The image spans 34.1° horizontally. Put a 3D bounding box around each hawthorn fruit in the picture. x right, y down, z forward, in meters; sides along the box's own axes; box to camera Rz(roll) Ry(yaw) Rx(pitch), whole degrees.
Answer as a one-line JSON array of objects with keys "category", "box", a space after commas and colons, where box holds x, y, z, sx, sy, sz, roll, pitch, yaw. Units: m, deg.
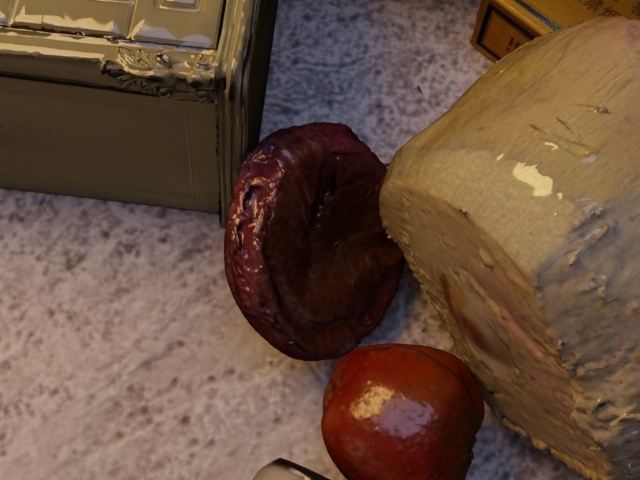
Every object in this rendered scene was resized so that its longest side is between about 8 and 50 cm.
[{"category": "hawthorn fruit", "box": [0.056, 0.131, 0.745, 0.128, 0.128, 0.128, 2, 65, -4]}]

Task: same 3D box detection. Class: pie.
[{"category": "pie", "box": [0.000, 0.000, 0.783, 0.049, 0.182, 0.182, 4, 55, 44]}]

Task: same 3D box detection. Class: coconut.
[{"category": "coconut", "box": [0.205, -0.009, 0.725, 0.254, 0.297, 0.297, -31, 71, -14]}]

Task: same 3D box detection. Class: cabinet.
[{"category": "cabinet", "box": [-0.196, -0.199, 0.816, 0.317, 0.227, 0.290, 7, 66, -1]}]

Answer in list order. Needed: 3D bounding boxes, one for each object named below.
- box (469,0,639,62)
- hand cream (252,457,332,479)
[{"category": "box", "box": [0.306, -0.235, 0.951, 0.193, 0.084, 0.301, 40, 68, 13]}, {"category": "hand cream", "box": [-0.060, 0.318, 0.664, 0.185, 0.118, 0.359, 27, 74, 5]}]
